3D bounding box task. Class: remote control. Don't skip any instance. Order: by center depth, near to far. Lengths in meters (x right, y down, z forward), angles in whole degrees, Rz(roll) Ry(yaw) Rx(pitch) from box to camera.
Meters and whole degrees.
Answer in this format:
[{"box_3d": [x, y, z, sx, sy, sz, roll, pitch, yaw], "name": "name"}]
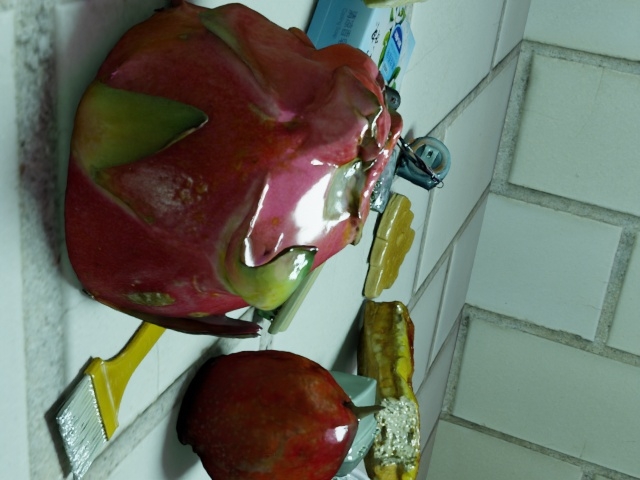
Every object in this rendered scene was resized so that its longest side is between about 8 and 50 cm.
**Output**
[{"box_3d": [0.092, -0.194, 1.235, 0.034, 0.016, 0.091, -69, 163, 9], "name": "remote control"}]

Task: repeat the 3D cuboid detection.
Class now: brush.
[{"box_3d": [-0.180, 0.107, 0.913, 0.272, 0.013, 0.103, -59, 158, -44], "name": "brush"}, {"box_3d": [0.000, 0.000, 1.216, 0.282, 0.048, 0.054, -58, 173, 10], "name": "brush"}]

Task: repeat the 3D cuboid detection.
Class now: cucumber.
[{"box_3d": [0.093, -0.105, 1.517, 0.064, 0.064, 0.112, 13, 93, -74], "name": "cucumber"}]

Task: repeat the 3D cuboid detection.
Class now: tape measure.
[{"box_3d": [0.197, -0.172, 1.720, 0.180, 0.104, 0.107, 71, 42, -64], "name": "tape measure"}]

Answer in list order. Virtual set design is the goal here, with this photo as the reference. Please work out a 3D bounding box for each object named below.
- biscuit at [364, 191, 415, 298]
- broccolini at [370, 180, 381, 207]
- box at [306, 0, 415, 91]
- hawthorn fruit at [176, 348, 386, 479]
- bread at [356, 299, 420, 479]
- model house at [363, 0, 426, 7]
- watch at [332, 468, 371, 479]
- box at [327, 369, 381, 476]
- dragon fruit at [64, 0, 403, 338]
[{"box_3d": [0.138, -0.001, 1.804, 0.212, 0.041, 0.239, -50, 152, -42], "name": "biscuit"}, {"box_3d": [0.085, -0.149, 1.460, 0.074, 0.058, 0.201, 66, 43, -75], "name": "broccolini"}, {"box_3d": [0.055, -0.257, 1.222, 0.232, 0.083, 0.142, 43, 66, -73], "name": "box"}, {"box_3d": [-0.045, 0.220, 1.112, 0.189, 0.251, 0.189, -8, 90, -88], "name": "hawthorn fruit"}, {"box_3d": [0.133, 0.278, 1.706, 0.380, 0.109, 0.185, -91, -170, -52], "name": "bread"}, {"box_3d": [0.078, -0.335, 0.958, 0.193, 0.234, 0.175, -37, 140, -67], "name": "model house"}, {"box_3d": [-0.034, 0.495, 1.538, 0.231, 0.196, 0.244, -58, 170, 24], "name": "watch"}, {"box_3d": [0.017, 0.297, 1.503, 0.210, 0.148, 0.129, -11, 108, -75], "name": "box"}, {"box_3d": [-0.058, -0.055, 0.796, 0.305, 0.225, 0.305, 15, 90, -76], "name": "dragon fruit"}]
